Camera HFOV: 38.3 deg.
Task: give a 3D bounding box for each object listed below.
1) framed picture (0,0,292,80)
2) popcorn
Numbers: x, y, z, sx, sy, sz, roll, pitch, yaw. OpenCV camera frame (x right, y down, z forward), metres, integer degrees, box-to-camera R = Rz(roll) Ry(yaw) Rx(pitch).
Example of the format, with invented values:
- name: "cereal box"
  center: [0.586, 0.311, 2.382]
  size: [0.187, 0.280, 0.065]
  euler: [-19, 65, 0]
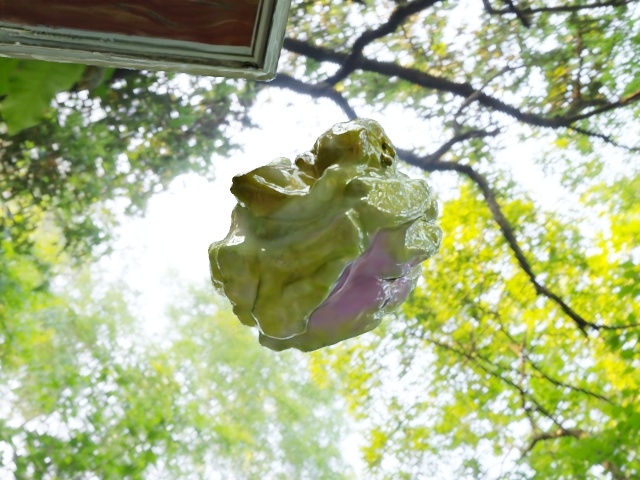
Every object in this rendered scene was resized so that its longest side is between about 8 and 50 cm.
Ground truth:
- name: "framed picture"
  center: [-0.097, -0.210, 0.466]
  size: [0.016, 0.216, 0.273]
  euler: [-114, -149, -50]
- name: "popcorn"
  center: [0.000, 0.000, 0.562]
  size: [0.145, 0.126, 0.126]
  euler: [-32, -96, 33]
